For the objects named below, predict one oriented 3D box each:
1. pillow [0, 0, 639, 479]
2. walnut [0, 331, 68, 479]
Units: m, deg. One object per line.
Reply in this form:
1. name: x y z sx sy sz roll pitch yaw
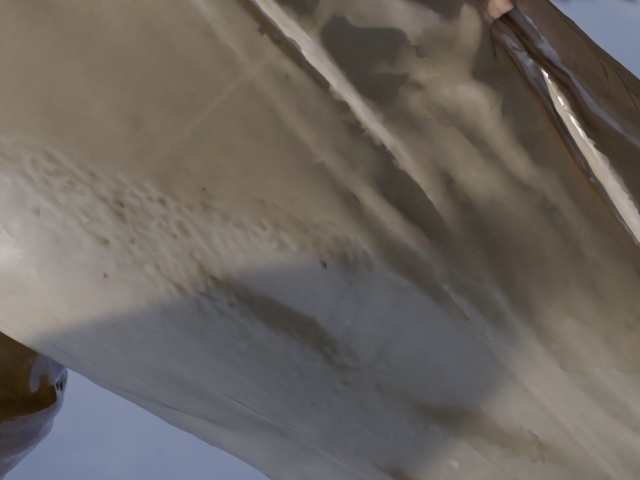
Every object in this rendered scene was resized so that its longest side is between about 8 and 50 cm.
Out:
1. pillow: 0.000 0.000 0.385 0.270 0.173 0.067 40 -160 -16
2. walnut: -0.182 0.023 0.492 0.226 0.193 0.193 30 -159 -48
